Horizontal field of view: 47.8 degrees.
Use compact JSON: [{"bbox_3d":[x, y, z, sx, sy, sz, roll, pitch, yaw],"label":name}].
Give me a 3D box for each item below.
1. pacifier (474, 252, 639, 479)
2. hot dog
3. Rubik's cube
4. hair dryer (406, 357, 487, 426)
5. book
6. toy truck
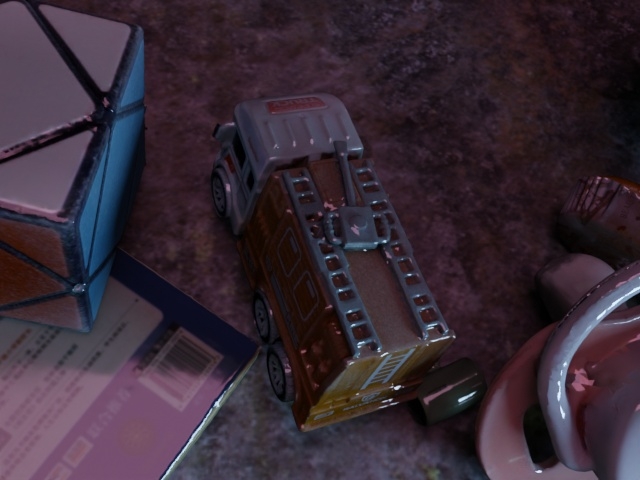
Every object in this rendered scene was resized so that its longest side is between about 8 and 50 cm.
[{"bbox_3d":[0.286,0.116,0.653,0.332,0.273,0.220,-23,88,0],"label":"pacifier"},{"bbox_3d":[0.375,0.023,0.756,0.268,0.144,0.075,40,71,14],"label":"hot dog"},{"bbox_3d":[-0.270,-0.067,0.608,0.207,0.205,0.205,11,59,-6],"label":"Rubik's cube"},{"bbox_3d":[0.099,0.106,0.726,0.071,0.047,0.150,-20,64,-17],"label":"hair dryer"},{"bbox_3d":[-0.311,0.092,0.656,0.428,0.039,0.300,34,63,7],"label":"book"},{"bbox_3d":[0.000,0.000,0.669,0.136,0.162,0.305,-10,62,-23],"label":"toy truck"}]
